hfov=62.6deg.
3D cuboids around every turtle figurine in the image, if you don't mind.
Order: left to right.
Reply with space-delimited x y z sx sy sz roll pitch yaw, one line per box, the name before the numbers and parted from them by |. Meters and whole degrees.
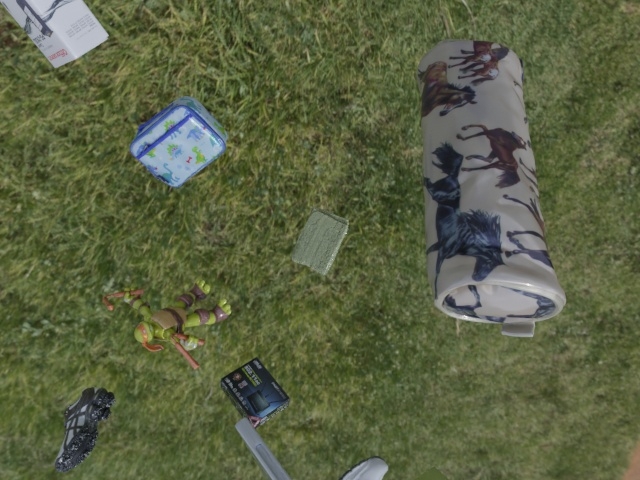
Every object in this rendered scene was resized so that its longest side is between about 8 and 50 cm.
turtle figurine | -0.286 0.166 1.059 0.269 0.217 0.087 26 117 27

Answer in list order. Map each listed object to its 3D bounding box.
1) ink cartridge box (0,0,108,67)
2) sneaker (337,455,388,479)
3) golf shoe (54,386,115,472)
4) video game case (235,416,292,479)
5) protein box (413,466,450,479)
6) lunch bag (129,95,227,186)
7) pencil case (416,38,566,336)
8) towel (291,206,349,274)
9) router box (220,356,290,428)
ink cartridge box | -0.604 -0.514 1.153 0.172 0.100 0.237 11 143 49
sneaker | 0.046 0.554 1.009 0.129 0.297 0.111 32 157 23
golf shoe | -0.571 0.442 1.245 0.093 0.198 0.077 10 146 24
video game case | -0.040 0.344 0.703 0.022 0.173 0.190 -34 138 -19
protein box | 0.229 0.616 1.069 0.201 0.200 0.136 -24 111 -22
lunch bag | -0.367 -0.254 1.357 0.219 0.090 0.176 -30 124 20
pencil case | 0.228 -0.080 0.737 0.160 0.410 0.183 -21 147 40
towel | 0.000 0.000 1.277 0.110 0.027 0.148 25 93 20
router box | -0.136 0.314 1.088 0.092 0.122 0.038 -27 148 -33
